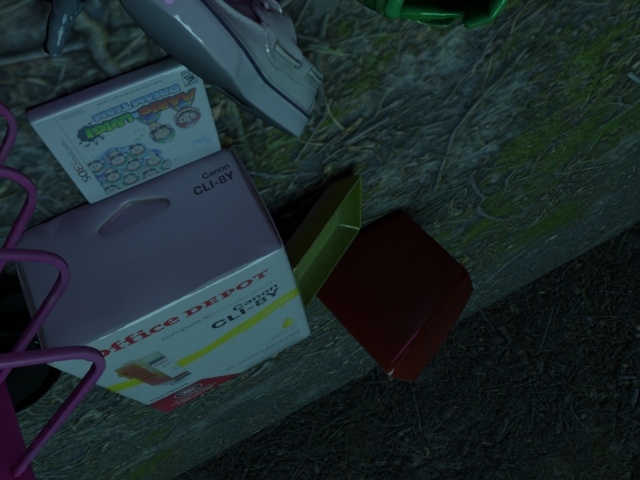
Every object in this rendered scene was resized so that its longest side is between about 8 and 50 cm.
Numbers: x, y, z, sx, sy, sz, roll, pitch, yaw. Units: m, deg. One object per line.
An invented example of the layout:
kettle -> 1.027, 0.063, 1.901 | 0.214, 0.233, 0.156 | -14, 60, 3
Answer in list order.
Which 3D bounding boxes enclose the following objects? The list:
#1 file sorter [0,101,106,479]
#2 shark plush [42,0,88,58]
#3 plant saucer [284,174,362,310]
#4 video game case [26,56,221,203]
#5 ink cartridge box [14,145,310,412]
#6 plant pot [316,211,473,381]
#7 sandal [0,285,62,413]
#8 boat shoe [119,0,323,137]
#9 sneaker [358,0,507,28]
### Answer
file sorter -> -0.287, 0.010, 0.336 | 0.182, 0.290, 0.202 | -46, 153, 26
shark plush -> -0.154, -0.191, 0.362 | 0.161, 0.067, 0.073 | -38, 156, 18
plant saucer -> 0.000, 0.000, 0.887 | 0.188, 0.045, 0.188 | -55, 164, -19
video game case -> -0.185, -0.108, 0.555 | 0.157, 0.019, 0.143 | -26, 157, -12
ink cartridge box -> -0.180, 0.083, 0.765 | 0.279, 0.160, 0.384 | -27, 157, -8
plant pot -> 0.158, 0.101, 1.118 | 0.236, 0.267, 0.267 | -45, 156, 2
sandal -> -0.367, 0.134, 0.565 | 0.446, 0.107, 0.167 | 47, 65, -79
boat shoe -> -0.062, -0.171, 0.479 | 0.088, 0.096, 0.267 | -61, 155, 2
sneaker -> 0.148, -0.254, 0.523 | 0.295, 0.123, 0.109 | -20, 155, -24
